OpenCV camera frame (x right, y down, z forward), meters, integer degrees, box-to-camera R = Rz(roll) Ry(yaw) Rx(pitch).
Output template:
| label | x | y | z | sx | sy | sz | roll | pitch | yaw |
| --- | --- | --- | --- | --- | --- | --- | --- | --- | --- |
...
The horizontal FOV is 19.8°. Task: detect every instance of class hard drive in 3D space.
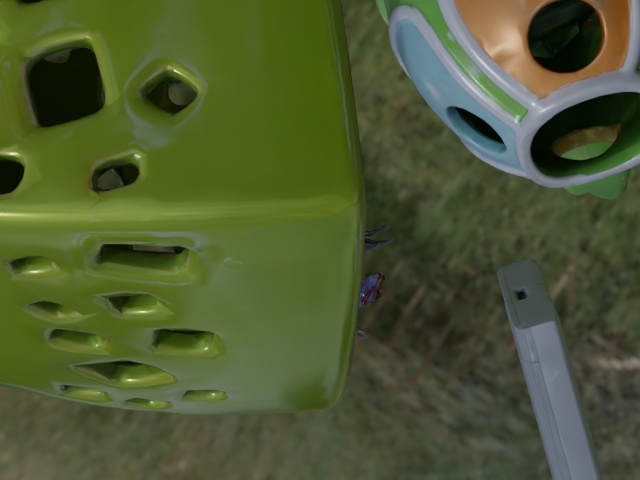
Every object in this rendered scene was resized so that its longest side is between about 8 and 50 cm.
| label | x | y | z | sx | sy | sz | roll | pitch | yaw |
| --- | --- | --- | --- | --- | --- | --- | --- | --- | --- |
| hard drive | 0.214 | 0.186 | 1.563 | 0.203 | 0.040 | 0.307 | -85 | -20 | -77 |

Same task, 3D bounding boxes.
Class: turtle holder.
| label | x | y | z | sx | sy | sz | roll | pitch | yaw |
| --- | --- | --- | --- | --- | --- | --- | --- | --- | --- |
| turtle holder | 0.164 | -0.151 | 1.397 | 0.320 | 0.243 | 0.227 | 112 | 146 | -56 |

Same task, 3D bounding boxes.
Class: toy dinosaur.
| label | x | y | z | sx | sy | sz | roll | pitch | yaw |
| --- | --- | --- | --- | --- | --- | --- | --- | --- | --- |
| toy dinosaur | 0.000 | 0.000 | 0.816 | 0.090 | 0.047 | 0.082 | 39 | 159 | 24 |

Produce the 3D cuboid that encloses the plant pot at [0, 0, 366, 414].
| label | x | y | z | sx | sy | sz | roll | pitch | yaw |
| --- | --- | --- | --- | --- | --- | --- | --- | --- | --- |
| plant pot | -0.102 | -0.061 | 0.662 | 0.207 | 0.228 | 0.227 | -6 | 159 | -3 |
